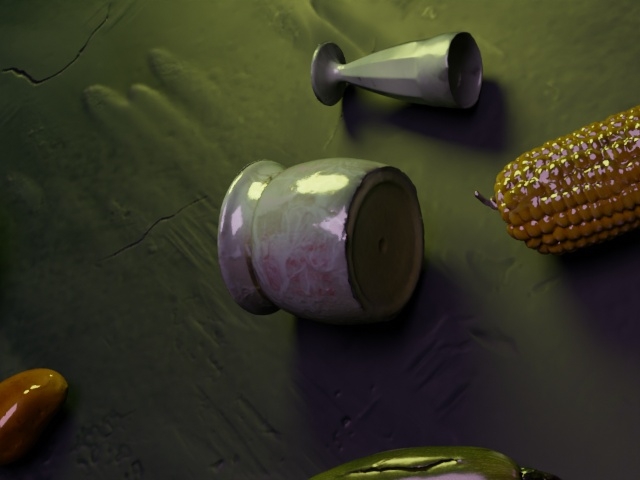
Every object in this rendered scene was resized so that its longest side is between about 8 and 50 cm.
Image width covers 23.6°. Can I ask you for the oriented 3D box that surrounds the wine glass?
[{"bbox_3d":[0.072,-0.162,1.456,0.155,0.073,0.073,4,66,34],"label":"wine glass"}]

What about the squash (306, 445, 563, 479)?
[{"bbox_3d":[0.040,0.219,1.257,0.319,0.071,0.080,-20,56,19],"label":"squash"}]

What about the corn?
[{"bbox_3d":[0.279,-0.066,1.267,0.310,0.101,0.101,-21,55,16],"label":"corn"}]

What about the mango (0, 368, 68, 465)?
[{"bbox_3d":[-0.294,0.169,1.485,0.114,0.060,0.080,-42,36,6],"label":"mango"}]

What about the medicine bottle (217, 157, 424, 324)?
[{"bbox_3d":[0.000,0.000,1.356,0.143,0.147,0.147,2,65,34],"label":"medicine bottle"}]
